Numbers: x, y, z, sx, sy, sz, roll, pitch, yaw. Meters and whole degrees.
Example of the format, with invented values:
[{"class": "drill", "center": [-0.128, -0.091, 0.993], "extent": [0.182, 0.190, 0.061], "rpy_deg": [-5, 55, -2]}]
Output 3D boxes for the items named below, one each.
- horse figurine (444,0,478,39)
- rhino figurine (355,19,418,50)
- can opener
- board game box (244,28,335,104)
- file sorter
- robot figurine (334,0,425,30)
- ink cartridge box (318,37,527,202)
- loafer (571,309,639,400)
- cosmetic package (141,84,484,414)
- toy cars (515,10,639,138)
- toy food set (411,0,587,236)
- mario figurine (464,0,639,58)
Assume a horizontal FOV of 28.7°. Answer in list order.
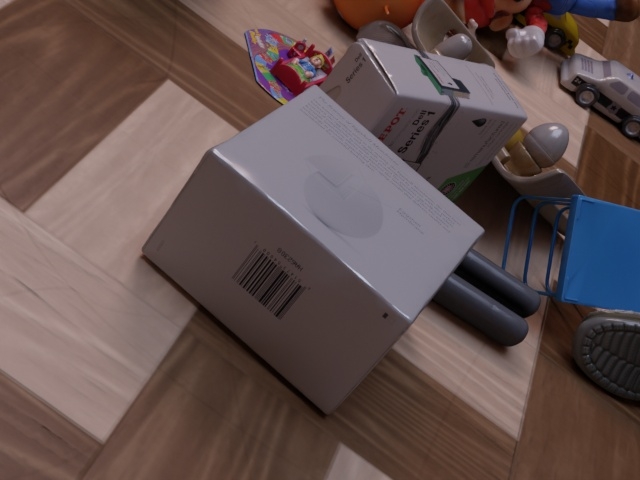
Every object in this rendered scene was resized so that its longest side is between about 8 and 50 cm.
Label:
[{"class": "horse figurine", "center": [0.150, -0.413, 1.854], "extent": [0.263, 0.174, 0.066], "rpy_deg": [37, 62, 22]}, {"class": "rhino figurine", "center": [0.080, -0.201, 1.552], "extent": [0.106, 0.073, 0.243], "rpy_deg": [37, 28, -14]}, {"class": "can opener", "center": [0.112, 0.012, 1.299], "extent": [0.280, 0.093, 0.074], "rpy_deg": [36, 65, -12]}, {"class": "board game box", "center": [-0.020, -0.209, 1.501], "extent": [0.133, 0.033, 0.168], "rpy_deg": [19, 36, -29]}, {"class": "file sorter", "center": [0.305, 0.016, 1.447], "extent": [0.170, 0.118, 0.104], "rpy_deg": [10, -2, -39]}, {"class": "robot figurine", "center": [0.092, -0.353, 1.714], "extent": [0.219, 0.128, 0.158], "rpy_deg": [-43, 117, -59]}, {"class": "ink cartridge box", "center": [0.095, -0.124, 1.387], "extent": [0.219, 0.160, 0.092], "rpy_deg": [2, 47, -43]}, {"class": "loafer", "center": [0.391, 0.132, 1.430], "extent": [0.251, 0.094, 0.087], "rpy_deg": [16, 19, -19]}, {"class": "cosmetic package", "center": [0.000, 0.000, 1.150], "extent": [0.224, 0.138, 0.225], "rpy_deg": [41, 33, 5]}, {"class": "toy cars", "center": [0.426, -0.322, 2.054], "extent": [0.176, 0.087, 0.393], "rpy_deg": [-6, 52, -49]}, {"class": "toy food set", "center": [0.244, -0.154, 1.564], "extent": [0.220, 0.092, 0.306], "rpy_deg": [32, 26, -57]}, {"class": "mario figurine", "center": [0.352, -0.397, 1.929], "extent": [0.321, 0.170, 0.198], "rpy_deg": [-7, 47, -19]}]
